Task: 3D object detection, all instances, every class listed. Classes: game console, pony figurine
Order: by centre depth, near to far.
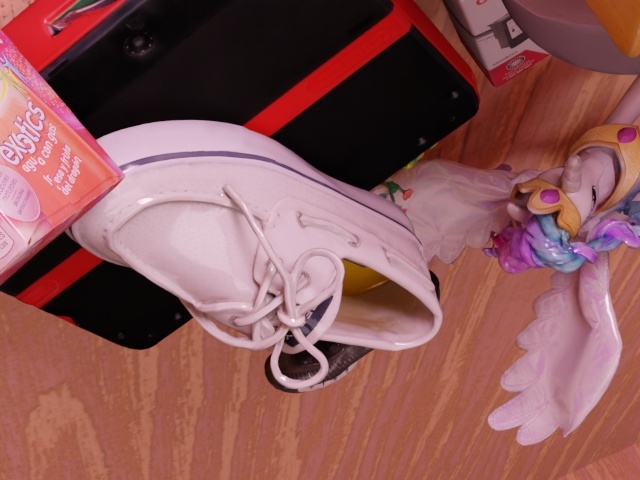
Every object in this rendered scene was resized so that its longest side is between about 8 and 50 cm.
[{"bbox_3d":[-0.100,-0.077,0.918,0.386,0.060,0.342,-35,147,14],"label":"game console"},{"bbox_3d":[0.232,-0.025,1.189,0.363,0.303,0.351,-36,164,-40],"label":"pony figurine"}]

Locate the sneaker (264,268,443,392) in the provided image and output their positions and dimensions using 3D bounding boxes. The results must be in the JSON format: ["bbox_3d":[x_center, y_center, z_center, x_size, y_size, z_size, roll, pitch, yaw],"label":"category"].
[{"bbox_3d":[0.040,0.091,1.387,0.234,0.078,0.106,-24,151,-19],"label":"sneaker"}]

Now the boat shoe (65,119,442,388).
[{"bbox_3d":[-0.030,0.031,0.918,0.136,0.156,0.367,-42,145,22],"label":"boat shoe"}]

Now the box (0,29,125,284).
[{"bbox_3d":[-0.290,0.007,0.748,0.300,0.154,0.142,-38,-173,22],"label":"box"}]

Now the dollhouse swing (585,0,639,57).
[{"bbox_3d":[0.256,-0.326,0.556,0.347,0.315,0.305,-32,178,-17],"label":"dollhouse swing"}]

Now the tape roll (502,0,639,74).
[{"bbox_3d":[0.212,-0.224,0.819,0.219,0.219,0.072,-34,153,11],"label":"tape roll"}]

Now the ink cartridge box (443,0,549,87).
[{"bbox_3d":[0.156,-0.203,0.979,0.109,0.063,0.150,-32,154,6],"label":"ink cartridge box"}]

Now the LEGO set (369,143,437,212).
[{"bbox_3d":[0.000,0.000,1.141,0.287,0.107,0.132,-26,154,-5],"label":"LEGO set"}]
